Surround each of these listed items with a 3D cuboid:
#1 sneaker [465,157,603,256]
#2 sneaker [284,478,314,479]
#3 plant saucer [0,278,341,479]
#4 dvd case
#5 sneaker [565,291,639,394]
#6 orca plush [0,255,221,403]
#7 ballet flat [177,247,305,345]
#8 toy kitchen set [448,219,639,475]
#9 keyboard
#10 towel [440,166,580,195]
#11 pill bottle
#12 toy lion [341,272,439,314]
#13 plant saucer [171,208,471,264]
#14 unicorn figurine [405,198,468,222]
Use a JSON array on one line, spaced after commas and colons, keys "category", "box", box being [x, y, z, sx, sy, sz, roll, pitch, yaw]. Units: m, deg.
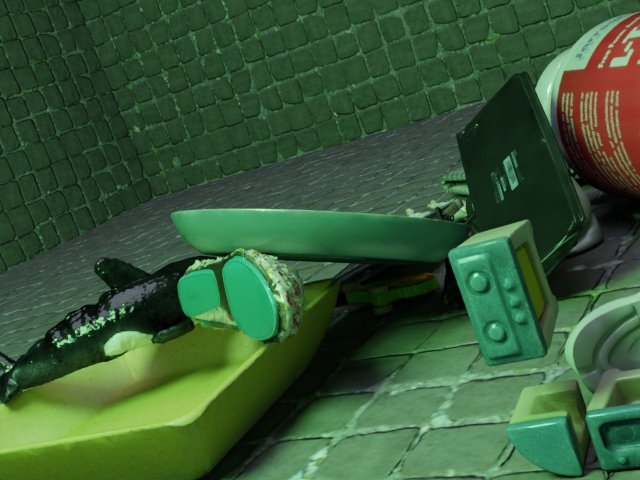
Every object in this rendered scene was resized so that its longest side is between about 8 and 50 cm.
[{"category": "sneaker", "box": [0.254, -0.077, 1.227, 0.122, 0.146, 0.330, -22, 9, -6]}, {"category": "sneaker", "box": [0.004, 0.173, 0.503, 0.110, 0.118, 0.292, -24, 10, -9]}, {"category": "plant saucer", "box": [-0.167, 0.159, 0.973, 0.333, 0.081, 0.333, -14, 11, 28]}, {"category": "dvd case", "box": [0.091, 0.014, 1.288, 0.165, 0.018, 0.221, -31, 3, 32]}, {"category": "sneaker", "box": [0.293, 0.051, 0.694, 0.235, 0.090, 0.095, -14, -4, 10]}, {"category": "orca plush", "box": [-0.231, 0.067, 1.054, 0.287, 0.102, 0.151, -20, 10, -1]}, {"category": "ballet flat", "box": [-0.062, 0.047, 0.914, 0.077, 0.091, 0.241, -10, 7, -28]}, {"category": "toy kitchen set", "box": [0.197, 0.059, 0.578, 0.207, 0.166, 0.122, -15, 12, 25]}, {"category": "keyboard", "box": [0.194, -0.042, 1.068, 0.201, 0.033, 0.317, -48, 25, 30]}, {"category": "towel", "box": [0.393, -0.131, 1.528, 0.312, 0.056, 0.324, -20, 8, -17]}, {"category": "pill bottle", "box": [0.407, -0.153, 1.092, 0.229, 0.229, 0.408, -22, 11, -10]}, {"category": "toy lion", "box": [0.089, 0.058, 1.156, 0.096, 0.034, 0.100, -18, 8, -28]}, {"category": "plant saucer", "box": [0.000, 0.000, 1.027, 0.318, 0.043, 0.317, 2, -3, 0]}, {"category": "unicorn figurine", "box": [0.187, -0.043, 1.432, 0.162, 0.060, 0.111, -41, 18, -20]}]
